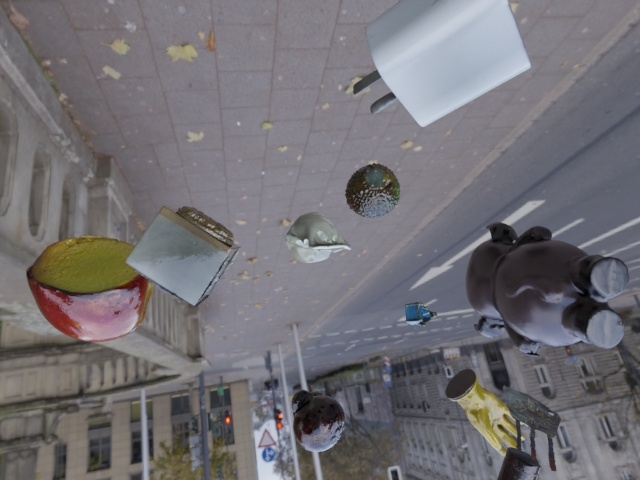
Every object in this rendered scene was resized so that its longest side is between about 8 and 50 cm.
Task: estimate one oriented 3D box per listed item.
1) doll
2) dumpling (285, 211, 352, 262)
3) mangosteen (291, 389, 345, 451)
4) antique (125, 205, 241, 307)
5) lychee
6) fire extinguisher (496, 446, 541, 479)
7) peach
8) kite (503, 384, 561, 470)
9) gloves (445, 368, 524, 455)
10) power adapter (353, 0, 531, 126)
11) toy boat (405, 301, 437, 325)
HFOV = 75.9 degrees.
[{"bbox_3d":[0.287,0.062,0.564,0.117,0.182,0.257,9,178,-5],"label":"doll"},{"bbox_3d":[0.002,-0.003,0.945,0.154,0.181,0.112,20,130,20],"label":"dumpling"},{"bbox_3d":[-0.017,0.540,1.243,0.172,0.184,0.173,-47,162,-21],"label":"mangosteen"},{"bbox_3d":[-0.243,0.022,0.771,0.151,0.148,0.146,33,177,-5],"label":"antique"},{"bbox_3d":[0.147,-0.137,1.182,0.170,0.172,0.171,-9,160,-3],"label":"lychee"},{"bbox_3d":[0.405,0.599,0.889,0.072,0.268,0.089,20,179,-18],"label":"fire extinguisher"},{"bbox_3d":[-0.560,0.120,1.003,0.274,0.246,0.248,16,-173,-9],"label":"peach"},{"bbox_3d":[0.478,0.417,0.925,0.141,0.015,0.245,22,-161,19],"label":"kite"},{"bbox_3d":[0.545,0.557,1.311,0.133,0.294,0.116,-44,-177,-3],"label":"gloves"},{"bbox_3d":[0.172,-0.287,0.648,0.255,0.124,0.187,-25,146,29],"label":"power adapter"},{"bbox_3d":[0.324,0.236,1.313,0.077,0.075,0.185,-7,162,21],"label":"toy boat"}]
